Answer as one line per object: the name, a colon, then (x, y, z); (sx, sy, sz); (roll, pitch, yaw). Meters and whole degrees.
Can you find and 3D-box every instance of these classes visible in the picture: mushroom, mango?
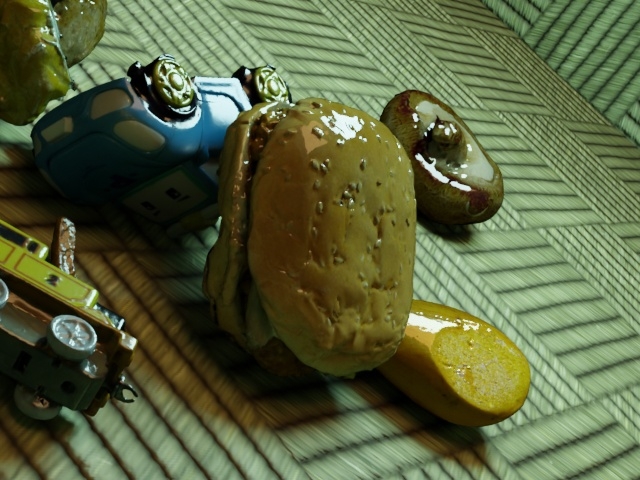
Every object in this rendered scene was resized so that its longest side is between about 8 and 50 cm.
mushroom: (0.173, -0.114, 1.889); (0.231, 0.138, 0.194); (54, 13, 9)
mango: (0.129, 0.135, 1.412); (0.217, 0.102, 0.141); (25, 51, -19)

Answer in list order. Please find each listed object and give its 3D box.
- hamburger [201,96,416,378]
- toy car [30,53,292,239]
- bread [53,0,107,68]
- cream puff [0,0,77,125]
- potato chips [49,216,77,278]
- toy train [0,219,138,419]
hamburger: (0.001, -0.001, 1.282); (0.144, 0.283, 0.259); (4, -3, 32)
toy car: (-0.158, -0.089, 1.332); (0.314, 0.198, 0.166); (-6, 74, -55)
bread: (-0.355, -0.304, 1.496); (0.230, 0.123, 0.230); (28, 28, -16)
cream puff: (-0.329, -0.195, 1.311); (0.156, 0.156, 0.121); (55, 1, 34)
potato chips: (-0.224, 0.060, 1.136); (0.026, 0.037, 0.204); (12, 39, -27)
toy train: (-0.239, 0.061, 1.022); (0.219, 0.089, 0.127); (29, 32, -7)
